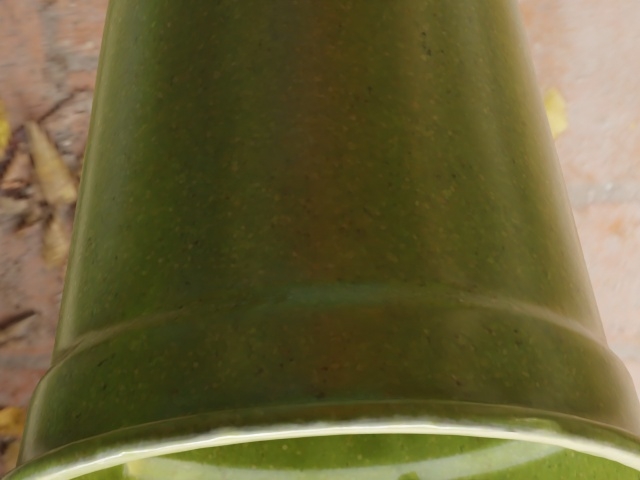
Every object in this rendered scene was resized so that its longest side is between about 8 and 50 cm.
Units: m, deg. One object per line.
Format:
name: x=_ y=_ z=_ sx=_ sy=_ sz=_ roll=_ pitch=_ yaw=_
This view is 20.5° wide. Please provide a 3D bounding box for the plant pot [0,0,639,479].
plant pot: x=0.000 y=0.000 z=0.746 sx=0.276 sy=0.276 sz=0.253 roll=-11 pitch=66 yaw=17
